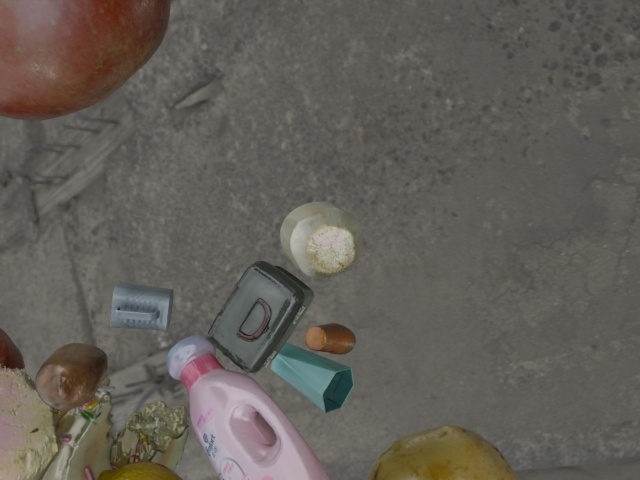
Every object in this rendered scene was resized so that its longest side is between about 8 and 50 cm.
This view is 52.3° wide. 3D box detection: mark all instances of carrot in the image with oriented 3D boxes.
[{"bbox_3d":[0.025,0.257,1.724,0.087,0.193,0.087,-9,73,29],"label":"carrot"}]

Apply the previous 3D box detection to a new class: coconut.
[{"bbox_3d":[-0.567,0.341,1.102,0.245,0.233,0.233,-46,61,38],"label":"coconut"},{"bbox_3d":[0.003,-0.002,1.862,0.241,0.241,0.241,3,94,45],"label":"coconut"}]

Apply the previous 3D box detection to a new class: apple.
[{"bbox_3d":[-0.373,-0.321,0.829,0.349,0.277,0.348,-17,42,16],"label":"apple"}]

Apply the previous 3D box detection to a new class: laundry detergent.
[{"bbox_3d":[-0.118,0.279,0.964,0.335,0.088,0.159,47,114,29],"label":"laundry detergent"}]

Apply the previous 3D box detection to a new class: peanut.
[{"bbox_3d":[-0.320,0.172,0.852,0.152,0.076,0.076,-138,50,-82],"label":"peanut"}]

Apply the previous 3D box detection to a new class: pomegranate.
[{"bbox_3d":[0.239,0.518,1.240,0.333,0.333,0.332,3,94,45],"label":"pomegranate"}]

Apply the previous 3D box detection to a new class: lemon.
[{"bbox_3d":[-0.320,0.505,1.187,0.244,0.187,0.186,39,119,21],"label":"lemon"}]

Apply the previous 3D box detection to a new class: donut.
[{"bbox_3d":[-0.456,0.450,1.378,0.150,0.371,0.307,20,76,31],"label":"donut"}]

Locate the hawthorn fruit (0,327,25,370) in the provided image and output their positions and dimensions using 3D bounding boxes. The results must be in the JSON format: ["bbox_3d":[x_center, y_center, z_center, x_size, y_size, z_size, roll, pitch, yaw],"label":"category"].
[{"bbox_3d":[-0.717,0.245,1.313,0.299,0.211,0.211,47,123,43],"label":"hawthorn fruit"}]

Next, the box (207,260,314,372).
[{"bbox_3d":[-0.118,0.154,1.335,0.148,0.129,0.210,35,98,17],"label":"box"}]

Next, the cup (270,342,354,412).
[{"bbox_3d":[-0.030,0.403,1.960,0.236,0.134,0.148,20,129,40],"label":"cup"}]

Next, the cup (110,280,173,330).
[{"bbox_3d":[-0.396,0.149,1.434,0.128,0.130,0.095,-128,45,-80],"label":"cup"}]
